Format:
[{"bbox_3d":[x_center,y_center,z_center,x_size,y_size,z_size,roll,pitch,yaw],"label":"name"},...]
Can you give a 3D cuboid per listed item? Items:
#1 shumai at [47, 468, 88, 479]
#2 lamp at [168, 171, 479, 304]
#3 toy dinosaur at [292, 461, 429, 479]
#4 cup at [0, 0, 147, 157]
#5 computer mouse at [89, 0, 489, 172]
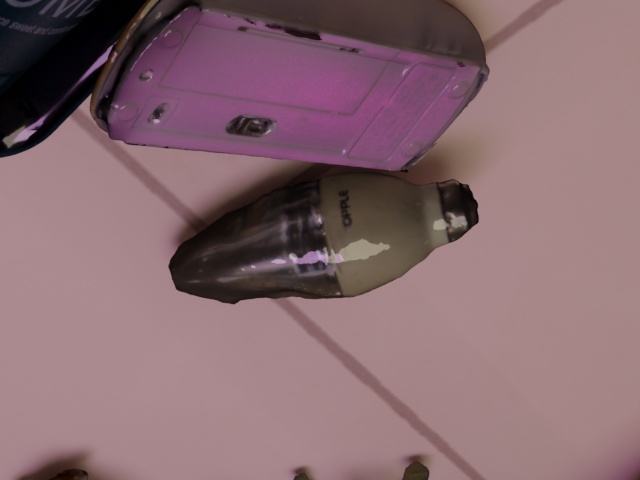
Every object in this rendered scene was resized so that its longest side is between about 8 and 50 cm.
[{"bbox_3d":[-0.225,0.267,1.118,0.145,0.145,0.116,-6,90,-6],"label":"shumai"},{"bbox_3d":[0.000,0.000,0.960,0.250,0.101,0.101,-12,127,4],"label":"lamp"},{"bbox_3d":[0.057,0.287,1.201,0.363,0.076,0.147,-7,136,2],"label":"toy dinosaur"},{"bbox_3d":[-0.254,-0.179,0.727,0.292,0.308,0.242,-40,91,19],"label":"cup"},{"bbox_3d":[-0.016,-0.118,0.850,0.310,0.072,0.158,2,137,-42],"label":"computer mouse"}]
